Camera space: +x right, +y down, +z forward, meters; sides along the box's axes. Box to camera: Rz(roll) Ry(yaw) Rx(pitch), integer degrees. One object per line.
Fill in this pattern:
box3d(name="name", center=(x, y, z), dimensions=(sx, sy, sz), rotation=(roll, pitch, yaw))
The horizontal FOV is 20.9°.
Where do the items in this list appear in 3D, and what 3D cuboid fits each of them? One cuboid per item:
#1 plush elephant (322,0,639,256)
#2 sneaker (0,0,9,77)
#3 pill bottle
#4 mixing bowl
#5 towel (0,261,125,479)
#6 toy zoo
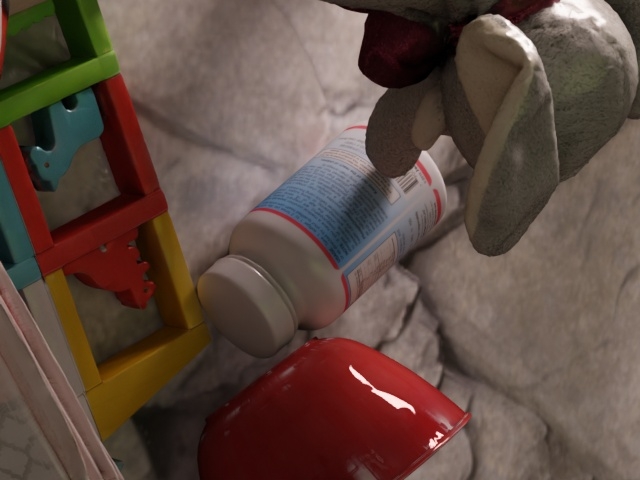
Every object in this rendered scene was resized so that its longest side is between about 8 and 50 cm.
box3d(name="plush elephant", center=(0.079, -0.136, 0.989), dimensions=(0.272, 0.330, 0.255), rotation=(-28, 107, -43))
box3d(name="sneaker", center=(-0.226, -0.034, 0.809), dimensions=(0.090, 0.145, 0.270), rotation=(24, 100, -2))
box3d(name="pill bottle", center=(0.000, 0.000, 1.091), dimensions=(0.160, 0.087, 0.087), rotation=(-42, 120, -29))
box3d(name="mixing bowl", center=(-0.008, 0.124, 1.065), dimensions=(0.181, 0.181, 0.098), rotation=(-34, 85, -33))
box3d(name="towel", center=(-0.288, 0.072, 0.740), dimensions=(0.332, 0.053, 0.317), rotation=(-22, 116, 9))
box3d(name="toy zoo", center=(-0.169, 0.010, 0.984), dimensions=(0.192, 0.030, 0.293), rotation=(-31, 114, -34))
